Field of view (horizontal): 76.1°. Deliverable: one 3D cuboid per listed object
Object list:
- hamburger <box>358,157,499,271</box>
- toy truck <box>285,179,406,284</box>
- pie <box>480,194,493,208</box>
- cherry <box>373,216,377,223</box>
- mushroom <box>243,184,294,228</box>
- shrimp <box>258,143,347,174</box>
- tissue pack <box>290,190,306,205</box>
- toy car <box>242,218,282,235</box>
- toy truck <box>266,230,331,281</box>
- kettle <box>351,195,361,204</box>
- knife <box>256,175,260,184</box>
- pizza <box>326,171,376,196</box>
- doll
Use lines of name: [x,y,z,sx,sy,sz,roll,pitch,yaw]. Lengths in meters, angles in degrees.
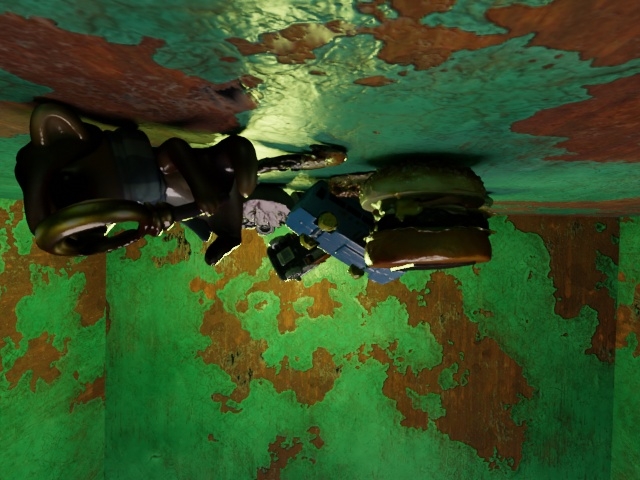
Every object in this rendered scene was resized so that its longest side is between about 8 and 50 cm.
hamburger: [0.218,-0.050,0.869,0.290,0.225,0.291,1,173,0]
toy truck: [0.087,-0.018,1.234,0.384,0.162,0.161,31,146,-12]
pie: [0.486,-0.139,1.512,0.306,0.071,0.306,-2,-179,0]
cherry: [0.256,-0.078,1.140,0.213,0.184,0.266,4,177,24]
mushroom: [-0.171,-0.123,1.371,0.188,0.117,0.141,10,155,5]
shrimp: [-0.044,-0.149,0.752,0.195,0.035,0.148,-6,-175,-7]
tissue pack: [-0.041,-0.128,1.591,0.170,0.103,0.090,3,144,-44]
toy car: [-0.262,-0.119,1.507,0.300,0.118,0.193,0,-138,0]
toy truck: [0.000,0.000,1.557,0.387,0.173,0.207,-33,164,15]
kettle: [0.194,-0.122,1.401,0.243,0.160,0.210,10,-156,-45]
knife: [-0.264,-0.161,1.117,0.265,0.041,0.073,2,-177,39]
pizza: [0.111,-0.144,1.084,0.246,0.058,0.127,-1,179,35]
doll: [-0.261,-0.067,0.630,0.339,0.209,0.317,3,177,-37]
